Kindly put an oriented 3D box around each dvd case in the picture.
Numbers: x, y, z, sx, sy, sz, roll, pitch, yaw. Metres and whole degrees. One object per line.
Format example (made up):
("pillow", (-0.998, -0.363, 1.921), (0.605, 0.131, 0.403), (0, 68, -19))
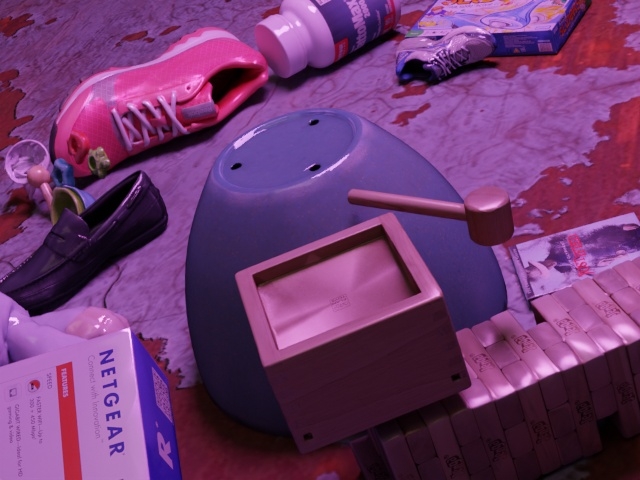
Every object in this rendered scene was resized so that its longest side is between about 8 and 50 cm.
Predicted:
("dvd case", (0.234, 0.017, 1.034), (0.120, 0.013, 0.087), (-16, 32, 8))

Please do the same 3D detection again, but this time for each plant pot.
("plant pot", (0.000, 0.000, 1.018), (0.290, 0.195, 0.290), (-15, 31, 9))

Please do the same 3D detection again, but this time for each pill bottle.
("pill bottle", (0.008, -0.292, 1.545), (0.180, 0.108, 0.108), (-33, 34, -19))

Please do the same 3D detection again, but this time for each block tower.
("block tower", (0.183, 0.098, 0.862), (0.336, 0.097, 0.091), (-24, 31, -4))

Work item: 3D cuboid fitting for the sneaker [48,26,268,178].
("sneaker", (-0.201, -0.178, 1.479), (0.314, 0.115, 0.136), (-35, 36, -24))

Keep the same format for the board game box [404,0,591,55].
("board game box", (0.226, -0.281, 1.475), (0.201, 0.035, 0.136), (3, 38, 33))

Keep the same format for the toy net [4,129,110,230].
("toy net", (-0.330, -0.082, 1.399), (0.045, 0.122, 0.232), (-11, 26, -40))

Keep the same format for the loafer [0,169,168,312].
("loafer", (-0.271, 0.000, 1.277), (0.223, 0.078, 0.076), (-36, 34, -24))

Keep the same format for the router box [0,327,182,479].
("router box", (-0.232, 0.254, 0.754), (0.301, 0.082, 0.335), (-17, 53, 4))

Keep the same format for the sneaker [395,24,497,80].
("sneaker", (0.152, -0.221, 1.421), (0.135, 0.052, 0.058), (-8, 43, 31))

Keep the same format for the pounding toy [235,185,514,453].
("pounding toy", (0.052, 0.039, 0.848), (0.206, 0.094, 0.181), (-21, 30, -2))

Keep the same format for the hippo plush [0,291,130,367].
("hippo plush", (-0.314, 0.064, 1.053), (0.234, 0.236, 0.294), (-23, 32, -4))
